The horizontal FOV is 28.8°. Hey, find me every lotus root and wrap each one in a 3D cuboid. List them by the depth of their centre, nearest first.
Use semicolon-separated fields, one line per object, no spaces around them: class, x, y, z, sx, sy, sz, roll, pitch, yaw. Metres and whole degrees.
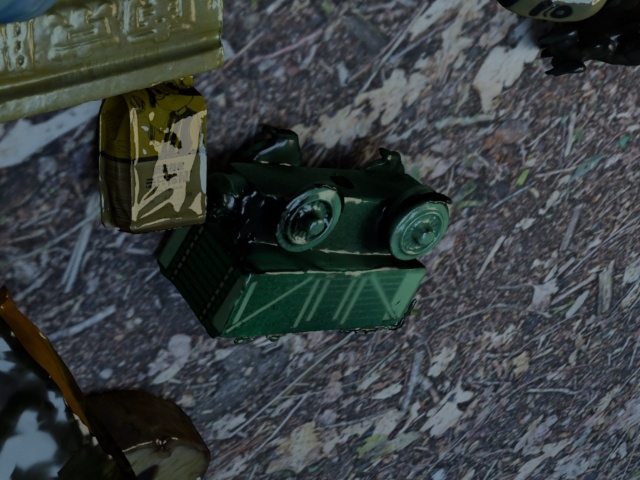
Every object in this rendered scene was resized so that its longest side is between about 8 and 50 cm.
lotus root;-0.186;0.220;1.138;0.170;0.074;0.260;-44;148;-1

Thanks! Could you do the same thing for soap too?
soap;-0.173;-0.125;0.754;0.252;0.037;0.092;-19;126;-31

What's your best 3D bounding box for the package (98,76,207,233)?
package;-0.118;-0.071;0.881;0.071;0.047;0.131;-14;113;-41

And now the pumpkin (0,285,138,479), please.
pumpkin;-0.257;0.112;0.768;0.225;0.256;0.303;-35;132;-5

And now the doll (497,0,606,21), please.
doll;0.213;-0.228;1.015;0.179;0.102;0.088;-25;101;-18

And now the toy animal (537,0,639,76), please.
toy animal;0.290;-0.200;1.124;0.148;0.084;0.233;-17;-179;44

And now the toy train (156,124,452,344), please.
toy train;0.000;0.000;1.030;0.269;0.115;0.154;0;124;-48

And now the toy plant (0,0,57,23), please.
toy plant;-0.224;-0.165;0.512;0.247;0.247;0.332;-53;150;17
